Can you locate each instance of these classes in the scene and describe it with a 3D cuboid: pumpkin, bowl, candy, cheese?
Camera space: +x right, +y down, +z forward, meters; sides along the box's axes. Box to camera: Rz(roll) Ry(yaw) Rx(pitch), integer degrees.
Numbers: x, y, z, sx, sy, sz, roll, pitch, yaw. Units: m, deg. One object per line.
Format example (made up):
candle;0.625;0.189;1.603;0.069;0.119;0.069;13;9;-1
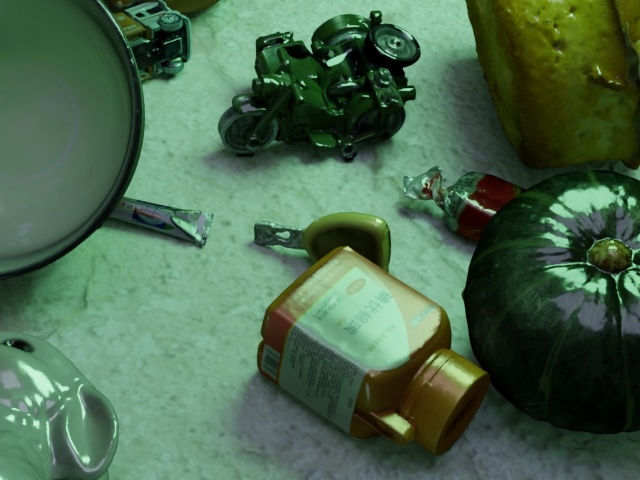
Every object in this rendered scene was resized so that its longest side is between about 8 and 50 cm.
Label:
pumpkin;0.300;0.068;1.652;0.300;0.207;0.300;-3;55;5
bowl;-0.350;-0.131;1.687;0.354;0.353;0.185;17;1;5
candy;0.234;-0.021;1.829;0.292;0.059;0.086;24;49;13
cheese;0.000;0.000;1.755;0.162;0.086;0.036;9;36;18

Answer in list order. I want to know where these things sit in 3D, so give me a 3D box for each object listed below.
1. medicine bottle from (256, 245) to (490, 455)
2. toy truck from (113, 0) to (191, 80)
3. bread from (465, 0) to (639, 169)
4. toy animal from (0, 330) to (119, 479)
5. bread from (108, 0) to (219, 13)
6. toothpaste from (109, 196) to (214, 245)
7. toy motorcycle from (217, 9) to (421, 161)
medicine bottle;0.060;0.123;1.611;0.222;0.112;0.149;32;48;20
toy truck;-0.261;-0.249;1.946;0.178;0.080;0.115;-23;44;-28
bread;0.296;-0.249;1.907;0.204;0.337;0.358;-20;46;3
toy animal;-0.294;0.222;1.407;0.258;0.194;0.357;7;36;10
bread;-0.175;-0.383;2.061;0.251;0.133;0.174;-42;46;7
toothpaste;-0.210;-0.032;1.774;0.170;0.028;0.045;14;56;-1
toy motorcycle;-0.004;-0.203;1.916;0.275;0.127;0.205;-4;50;-20
